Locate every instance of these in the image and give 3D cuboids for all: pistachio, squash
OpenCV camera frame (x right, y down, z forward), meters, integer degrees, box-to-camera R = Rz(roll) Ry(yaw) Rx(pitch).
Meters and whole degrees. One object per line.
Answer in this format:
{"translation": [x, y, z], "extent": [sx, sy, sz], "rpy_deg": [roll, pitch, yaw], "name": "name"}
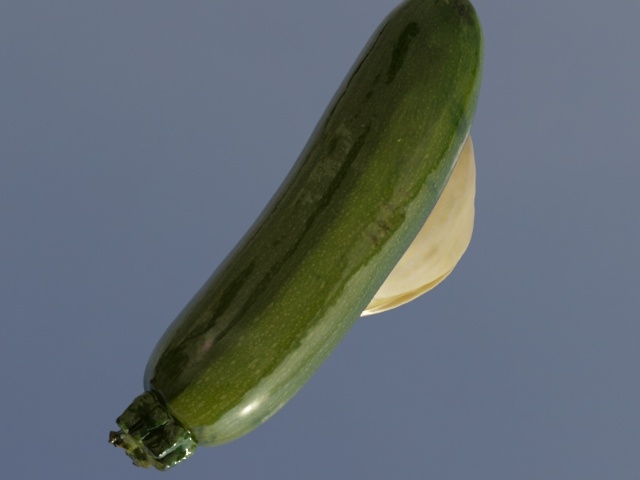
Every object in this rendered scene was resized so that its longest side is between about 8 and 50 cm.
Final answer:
{"translation": [0.054, -0.030, 1.450], "extent": [0.145, 0.117, 0.200], "rpy_deg": [33, -129, -6], "name": "pistachio"}
{"translation": [0.000, 0.000, 0.842], "extent": [0.069, 0.258, 0.069], "rpy_deg": [34, 177, 2], "name": "squash"}
